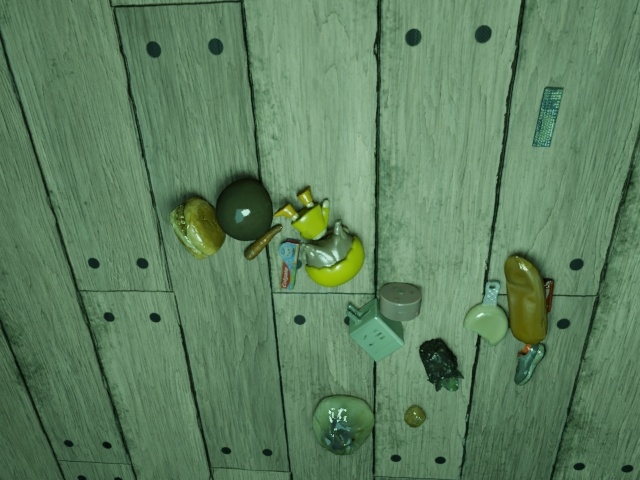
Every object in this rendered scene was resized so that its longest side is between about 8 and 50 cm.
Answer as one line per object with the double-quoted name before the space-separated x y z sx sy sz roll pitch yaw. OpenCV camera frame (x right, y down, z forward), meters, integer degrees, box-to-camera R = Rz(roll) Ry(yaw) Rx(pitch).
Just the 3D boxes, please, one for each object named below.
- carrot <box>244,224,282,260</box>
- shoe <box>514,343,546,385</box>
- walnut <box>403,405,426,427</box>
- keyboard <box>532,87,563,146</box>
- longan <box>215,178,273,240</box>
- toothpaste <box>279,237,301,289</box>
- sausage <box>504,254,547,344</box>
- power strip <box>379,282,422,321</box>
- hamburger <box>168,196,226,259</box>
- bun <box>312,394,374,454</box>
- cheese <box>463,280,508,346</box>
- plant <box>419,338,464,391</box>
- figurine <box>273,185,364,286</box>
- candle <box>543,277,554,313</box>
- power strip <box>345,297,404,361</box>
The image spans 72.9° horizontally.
"carrot" -0.206 0.004 1.572 0.191 0.047 0.047 -41 105 16
"shoe" 0.790 0.470 1.675 0.077 0.074 0.194 25 112 7
"walnut" 0.399 0.742 1.826 0.079 0.082 0.096 44 116 16
"keyboard" 0.697 -0.376 1.331 0.055 0.014 0.176 2 115 1
"longan" -0.253 -0.096 1.452 0.196 0.196 0.220 4 126 4
"toothpaste" -0.120 0.087 1.599 0.070 0.044 0.193 10 114 3
"sausage" 0.724 0.199 1.525 0.116 0.134 0.354 -24 114 -20
"power strip" 0.286 0.218 1.562 0.154 0.154 0.078 2 117 5
"hamburger" -0.418 -0.043 1.486 0.108 0.214 0.214 -19 111 15
"bun" 0.094 0.786 1.828 0.272 0.168 0.273 1 107 2
"cheese" 0.634 0.271 1.596 0.163 0.071 0.249 21 114 -4
"plant" 0.465 0.488 1.676 0.142 0.131 0.203 -33 109 15
"figurine" 0.000 0.000 1.484 0.215 0.187 0.344 -37 100 6
"candle" 0.810 0.213 1.565 0.053 0.048 0.162 -16 111 -35
"power strip" 0.189 0.314 1.620 0.140 0.139 0.224 -38 106 21
